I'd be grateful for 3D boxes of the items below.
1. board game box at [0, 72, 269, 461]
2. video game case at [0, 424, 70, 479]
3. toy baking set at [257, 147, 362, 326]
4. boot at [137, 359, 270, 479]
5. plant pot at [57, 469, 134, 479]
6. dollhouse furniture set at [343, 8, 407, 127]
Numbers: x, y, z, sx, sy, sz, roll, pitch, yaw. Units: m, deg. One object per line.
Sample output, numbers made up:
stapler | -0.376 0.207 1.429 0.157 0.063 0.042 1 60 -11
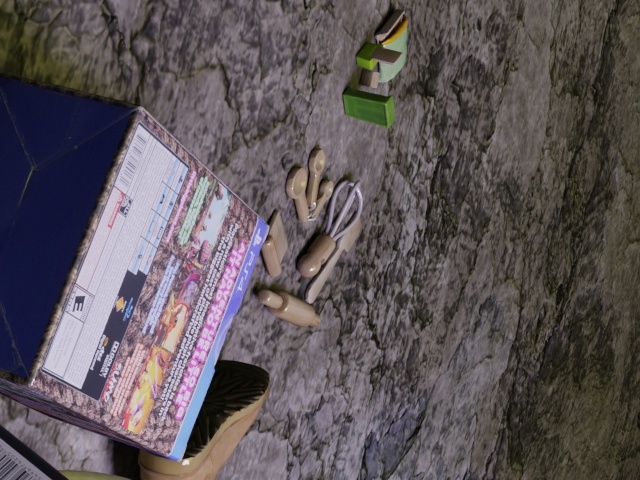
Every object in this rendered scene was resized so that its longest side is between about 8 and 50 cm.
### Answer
board game box | -0.190 0.030 1.452 0.232 0.141 0.291 -70 156 -12
video game case | -0.247 0.276 1.332 0.248 0.275 0.035 -45 169 -50
toy baking set | -0.003 0.006 1.994 0.256 0.030 0.197 41 67 -64
boot | -0.140 0.282 1.803 0.236 0.089 0.269 -41 144 -56
plant pot | -0.220 0.385 1.495 0.276 0.276 0.254 -44 153 -50
dollhouse furniture set | 0.085 -0.200 2.030 0.152 0.058 0.076 -54 150 -39
